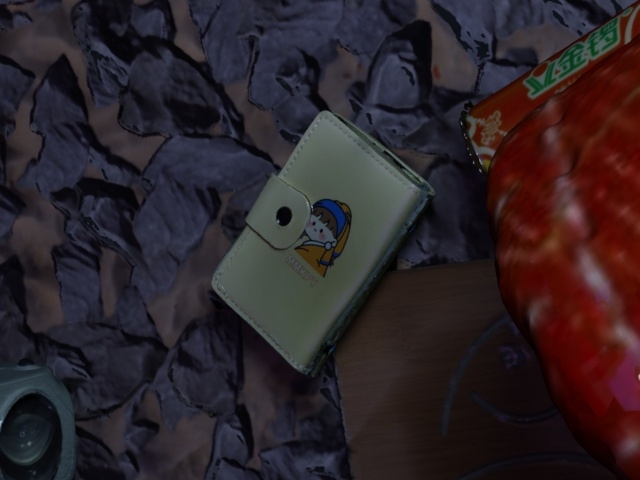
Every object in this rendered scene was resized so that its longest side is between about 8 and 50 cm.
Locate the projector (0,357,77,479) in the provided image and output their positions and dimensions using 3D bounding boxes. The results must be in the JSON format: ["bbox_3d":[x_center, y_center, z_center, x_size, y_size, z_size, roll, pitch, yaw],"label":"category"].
[{"bbox_3d":[-0.331,0.150,1.185,0.198,0.250,0.108,2,95,30],"label":"projector"}]

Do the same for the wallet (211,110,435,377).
[{"bbox_3d":[0.000,0.000,1.102,0.110,0.039,0.155,42,108,26],"label":"wallet"}]

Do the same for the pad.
[{"bbox_3d":[0.145,0.148,1.053,0.287,0.018,0.284,-9,91,29],"label":"pad"}]

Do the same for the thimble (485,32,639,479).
[{"bbox_3d":[0.261,0.020,0.789,0.230,0.350,0.350,-40,76,24],"label":"thimble"}]

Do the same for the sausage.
[{"bbox_3d":[0.206,-0.114,0.963,0.264,0.083,0.083,-33,79,27],"label":"sausage"}]
